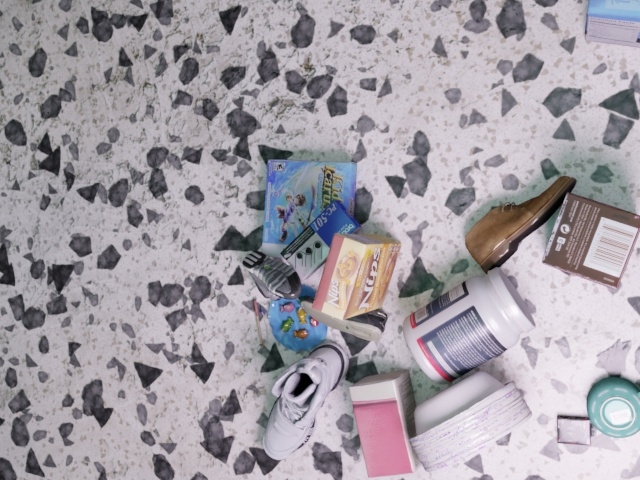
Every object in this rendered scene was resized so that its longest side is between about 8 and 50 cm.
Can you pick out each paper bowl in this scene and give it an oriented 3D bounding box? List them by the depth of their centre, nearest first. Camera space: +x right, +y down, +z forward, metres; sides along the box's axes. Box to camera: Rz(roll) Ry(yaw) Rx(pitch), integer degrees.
[{"bbox_3d":[0.335,0.411,1.620,0.284,0.284,0.148,-34,75,17],"label":"paper bowl"}]

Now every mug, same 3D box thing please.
[{"bbox_3d":[0.686,0.374,1.588,0.129,0.097,0.158,24,99,19],"label":"mug"}]

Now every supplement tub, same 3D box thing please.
[{"bbox_3d":[0.353,0.205,1.661,0.272,0.191,0.191,-34,79,18],"label":"supplement tub"}]

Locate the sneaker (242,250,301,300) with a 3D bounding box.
[{"bbox_3d":[-0.111,0.122,1.847,0.086,0.132,0.228,-36,42,-19],"label":"sneaker"}]

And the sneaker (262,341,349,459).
[{"bbox_3d":[-0.072,0.434,1.810,0.137,0.210,0.366,35,102,17],"label":"sneaker"}]

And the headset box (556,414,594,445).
[{"bbox_3d":[0.609,0.454,1.652,0.083,0.032,0.062,-1,90,22],"label":"headset box"}]

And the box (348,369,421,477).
[{"bbox_3d":[0.173,0.460,1.752,0.126,0.148,0.233,-14,84,21],"label":"box"}]

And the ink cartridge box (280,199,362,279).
[{"bbox_3d":[0.000,0.000,1.805,0.207,0.046,0.097,-43,79,15],"label":"ink cartridge box"}]

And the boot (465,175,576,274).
[{"bbox_3d":[0.476,-0.061,1.667,0.305,0.112,0.115,-45,65,17],"label":"boot"}]

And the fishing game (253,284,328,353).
[{"bbox_3d":[-0.064,0.215,1.899,0.263,0.041,0.189,-12,83,20],"label":"fishing game"}]

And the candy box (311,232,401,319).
[{"bbox_3d":[0.096,0.081,1.690,0.087,0.316,0.183,19,97,20],"label":"candy box"}]

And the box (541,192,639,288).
[{"bbox_3d":[0.610,0.000,1.559,0.166,0.203,0.169,20,97,19],"label":"box"}]

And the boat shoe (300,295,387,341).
[{"bbox_3d":[0.062,0.193,1.828,0.233,0.084,0.079,17,59,15],"label":"boat shoe"}]

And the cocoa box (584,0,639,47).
[{"bbox_3d":[0.727,-0.618,1.500,0.231,0.228,0.347,13,95,20],"label":"cocoa box"}]

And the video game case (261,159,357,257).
[{"bbox_3d":[-0.032,-0.081,1.874,0.244,0.061,0.270,4,91,19],"label":"video game case"}]
